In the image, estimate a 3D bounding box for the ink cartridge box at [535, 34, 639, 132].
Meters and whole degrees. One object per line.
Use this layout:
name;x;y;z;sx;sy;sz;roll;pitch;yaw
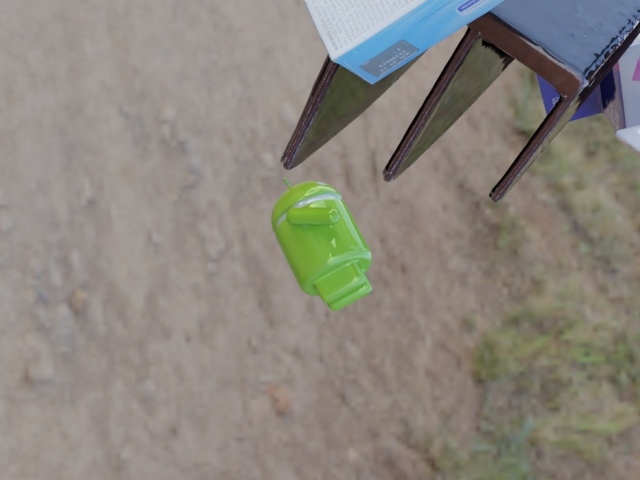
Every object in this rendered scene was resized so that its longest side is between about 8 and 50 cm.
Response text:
ink cartridge box;0.428;-0.210;1.838;0.324;0.330;0.071;49;26;-69

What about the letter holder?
letter holder;0.126;-0.138;1.089;0.302;0.152;0.214;-45;169;-49

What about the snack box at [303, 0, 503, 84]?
snack box;0.030;-0.273;0.867;0.060;0.187;0.322;18;44;-62

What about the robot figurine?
robot figurine;0.000;0.000;1.284;0.115;0.067;0.101;63;7;24

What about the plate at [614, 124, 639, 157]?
plate;0.490;-0.105;1.667;0.277;0.278;0.045;-105;-179;-74
